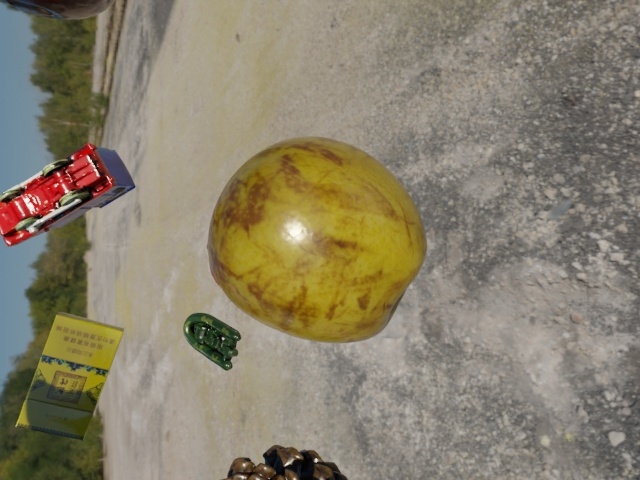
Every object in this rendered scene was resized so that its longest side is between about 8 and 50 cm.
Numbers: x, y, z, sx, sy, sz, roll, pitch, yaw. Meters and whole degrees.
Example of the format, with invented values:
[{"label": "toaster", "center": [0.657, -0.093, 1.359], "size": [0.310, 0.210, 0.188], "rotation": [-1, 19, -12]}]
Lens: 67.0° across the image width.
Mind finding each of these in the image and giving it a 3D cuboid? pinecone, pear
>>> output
[{"label": "pinecone", "center": [-0.064, 0.654, 1.091], "size": [0.384, 0.383, 0.385], "rotation": [-1, 89, 63]}, {"label": "pear", "center": [0.000, 0.000, 0.634], "size": [0.280, 0.280, 0.281], "rotation": [-1, 89, 63]}]

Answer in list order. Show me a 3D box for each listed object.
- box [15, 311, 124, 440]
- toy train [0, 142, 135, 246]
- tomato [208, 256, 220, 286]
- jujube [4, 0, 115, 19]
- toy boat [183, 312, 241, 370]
[{"label": "box", "center": [-0.588, 0.320, 1.143], "size": [0.279, 0.152, 0.041], "rotation": [-70, 20, 0]}, {"label": "toy train", "center": [-0.426, -0.075, 0.802], "size": [0.083, 0.203, 0.131], "rotation": [61, -174, -3]}, {"label": "tomato", "center": [-0.110, 0.042, 0.995], "size": [0.189, 0.231, 0.232], "rotation": [-65, 36, 35]}, {"label": "jujube", "center": [-0.407, -0.427, 0.616], "size": [0.223, 0.317, 0.223], "rotation": [-159, 90, -80]}, {"label": "toy boat", "center": [-0.277, 0.248, 1.228], "size": [0.210, 0.052, 0.104], "rotation": [20, 96, 37]}]
